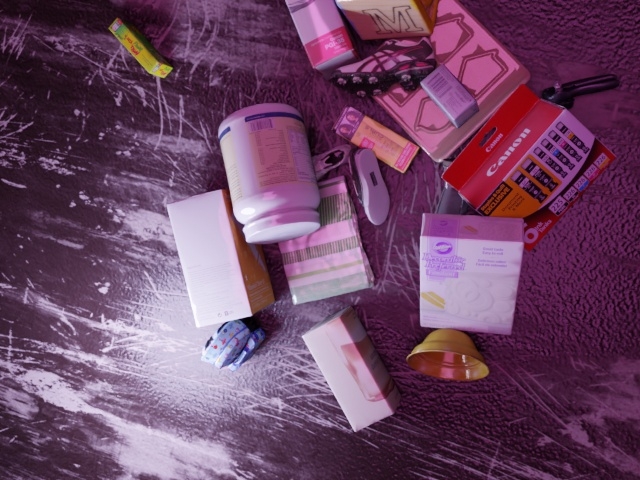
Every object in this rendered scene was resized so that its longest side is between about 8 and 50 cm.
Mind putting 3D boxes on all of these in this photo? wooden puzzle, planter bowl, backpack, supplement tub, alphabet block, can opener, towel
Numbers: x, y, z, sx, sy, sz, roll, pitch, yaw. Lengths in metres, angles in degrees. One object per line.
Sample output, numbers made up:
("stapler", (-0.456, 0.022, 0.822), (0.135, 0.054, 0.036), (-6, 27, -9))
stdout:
("wooden puzzle", (0.314, -0.429, 1.689), (0.322, 0.080, 0.348), (-44, 80, 13))
("planter bowl", (0.342, 0.294, 1.713), (0.217, 0.217, 0.090), (5, 61, 13))
("backpack", (-0.256, 0.298, 1.837), (0.117, 0.173, 0.158), (39, 102, 7))
("supplement tub", (-0.130, -0.172, 1.704), (0.236, 0.235, 0.324), (-15, 78, 14))
("alphabet block", (0.175, -0.631, 1.599), (0.197, 0.193, 0.192), (6, 79, 28))
("can opener", (0.654, -0.383, 1.625), (0.186, 0.073, 0.059), (-18, 52, 11))
("towel", (0.000, 0.000, 1.821), (0.248, 0.038, 0.324), (-14, 93, 15))

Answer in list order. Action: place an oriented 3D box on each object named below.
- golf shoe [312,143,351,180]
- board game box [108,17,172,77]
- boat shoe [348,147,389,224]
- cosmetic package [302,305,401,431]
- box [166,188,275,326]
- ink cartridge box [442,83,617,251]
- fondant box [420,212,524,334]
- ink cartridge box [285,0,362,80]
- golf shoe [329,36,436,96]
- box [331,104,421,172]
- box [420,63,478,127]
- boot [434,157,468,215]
("golf shoe", (0.004, -0.213, 1.774), (0.176, 0.086, 0.069), (-30, 90, 16))
("board game box", (-0.519, -0.556, 1.864), (0.043, 0.092, 0.181), (-43, 84, 13))
("boat shoe", (0.130, -0.149, 1.756), (0.078, 0.070, 0.219), (-25, 112, -27))
("cosmetic package", (0.090, 0.347, 1.771), (0.129, 0.153, 0.296), (-29, 89, 15))
("box", (-0.271, 0.040, 1.797), (0.168, 0.215, 0.345), (-13, 92, 14))
("ink cartridge box", (0.502, -0.177, 1.577), (0.272, 0.130, 0.309), (33, 104, -22))
("fondant box", (0.372, 0.089, 1.620), (0.238, 0.096, 0.330), (4, 132, 13))
("ink cartridge box", (-0.003, -0.583, 1.678), (0.117, 0.207, 0.282), (-22, 90, 13))
("golf shoe", (0.159, -0.444, 1.653), (0.273, 0.105, 0.120), (-3, 73, 11))
("box", (0.151, -0.274, 1.746), (0.232, 0.058, 0.087), (33, 101, 8))
("box", (0.319, -0.351, 1.575), (0.072, 0.137, 0.126), (-41, 81, 13))
("boot", (0.382, -0.114, 1.691), (0.190, 0.076, 0.208), (-5, 108, -17))
